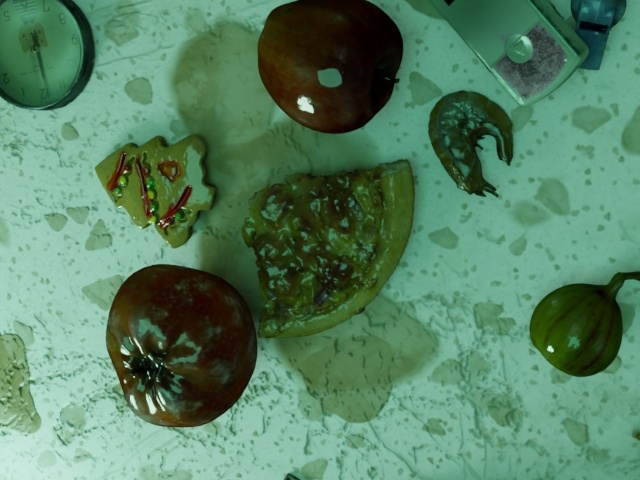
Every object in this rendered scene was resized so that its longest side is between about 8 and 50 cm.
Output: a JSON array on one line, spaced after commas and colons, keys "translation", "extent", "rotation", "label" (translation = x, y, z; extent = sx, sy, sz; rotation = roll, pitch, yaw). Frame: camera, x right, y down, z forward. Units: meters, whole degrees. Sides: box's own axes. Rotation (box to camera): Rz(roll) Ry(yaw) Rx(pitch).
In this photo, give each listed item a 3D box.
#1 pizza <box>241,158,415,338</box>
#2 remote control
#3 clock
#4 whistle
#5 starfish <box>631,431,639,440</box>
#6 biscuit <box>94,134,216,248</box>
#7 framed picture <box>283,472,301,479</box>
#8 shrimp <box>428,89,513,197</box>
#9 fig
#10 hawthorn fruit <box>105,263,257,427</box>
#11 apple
[{"translation": [0.000, 0.000, 1.751], "extent": [0.409, 0.114, 0.278], "rotation": [-44, 91, 16], "label": "pizza"}, {"translation": [0.264, -0.372, 1.606], "extent": [0.344, 0.050, 0.145], "rotation": [50, 135, 2], "label": "remote control"}, {"translation": [-0.520, -0.348, 1.865], "extent": [0.226, 0.049, 0.226], "rotation": [3, 100, 16], "label": "clock"}, {"translation": [0.425, -0.348, 1.582], "extent": [0.090, 0.090, 0.158], "rotation": [16, 144, 13], "label": "whistle"}, {"translation": [0.645, 0.371, 1.641], "extent": [0.293, 0.084, 0.301], "rotation": [20, 109, 10], "label": "starfish"}, {"translation": [-0.302, -0.102, 1.851], "extent": [0.238, 0.041, 0.212], "rotation": [15, 106, 12], "label": "biscuit"}, {"translation": [-0.020, 0.512, 1.898], "extent": [0.149, 0.011, 0.109], "rotation": [29, 106, 10], "label": "framed picture"}, {"translation": [0.252, -0.157, 1.672], "extent": [0.132, 0.051, 0.187], "rotation": [-24, 90, 19], "label": "shrimp"}, {"translation": [0.426, 0.129, 1.627], "extent": [0.148, 0.142, 0.186], "rotation": [24, 122, -17], "label": "fig"}, {"translation": [-0.240, 0.180, 1.762], "extent": [0.284, 0.284, 0.284], "rotation": [3, 101, 16], "label": "hawthorn fruit"}, {"translation": [0.021, -0.287, 1.632], "extent": [0.234, 0.234, 0.234], "rotation": [3, 101, 16], "label": "apple"}]
